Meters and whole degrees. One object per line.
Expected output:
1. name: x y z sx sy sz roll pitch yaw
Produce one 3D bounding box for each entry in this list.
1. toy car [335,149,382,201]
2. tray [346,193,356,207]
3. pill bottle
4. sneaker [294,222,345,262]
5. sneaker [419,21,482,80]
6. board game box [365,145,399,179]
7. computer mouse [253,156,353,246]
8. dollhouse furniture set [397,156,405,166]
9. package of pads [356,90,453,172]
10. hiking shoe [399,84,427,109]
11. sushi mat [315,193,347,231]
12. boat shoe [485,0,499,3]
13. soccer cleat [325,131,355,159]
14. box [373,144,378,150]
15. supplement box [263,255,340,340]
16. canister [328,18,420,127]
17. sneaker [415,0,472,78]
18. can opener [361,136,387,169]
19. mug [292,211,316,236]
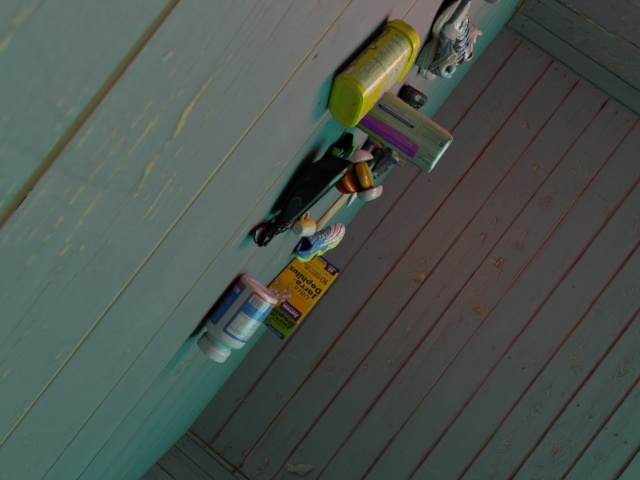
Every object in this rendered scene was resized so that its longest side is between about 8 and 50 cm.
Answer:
1. toy car: 0.113 -0.198 1.373 0.136 0.159 0.182 -18 -174 17
2. tray: 0.210 -0.285 2.081 0.270 0.030 0.145 -50 173 -21
3. pill bottle: -0.228 0.211 1.157 0.221 0.124 0.124 -51 175 -2
4. sneaker: 0.000 0.000 1.716 0.240 0.091 0.126 -38 166 -9
5. sneaker: 0.397 -0.567 1.322 0.099 0.121 0.262 -50 174 -15
6. board game box: 0.208 -0.285 1.528 0.201 0.035 0.136 -33 -147 51
7. computer mouse: -0.045 -0.104 0.979 0.272 0.072 0.188 -41 -179 20
8. dollhouse furniture set: 0.366 -0.438 1.889 0.151 0.123 0.144 -51 175 -13
9. package of pads: 0.189 -0.262 1.007 0.101 0.229 0.296 -57 172 18
10. hiking shoe: 0.288 -0.438 1.435 0.114 0.086 0.227 -56 175 8
11. sushi mat: 0.046 -0.118 1.858 0.316 0.019 0.151 -49 175 -28
12. boat shoe: 0.460 -0.711 1.103 0.088 0.096 0.267 -49 167 11
13. soccer cleat: 0.029 -0.193 1.066 0.178 0.060 0.072 -57 167 -17
14. box: 0.232 -0.372 1.716 0.081 0.028 0.136 -56 171 36
15. supplement box: -0.105 0.224 1.878 0.356 0.194 0.195 -48 173 -41
16. canister: 0.095 -0.301 0.786 0.170 0.073 0.126 -49 174 -18
17. sneaker: 0.364 -0.549 1.156 0.110 0.122 0.283 -51 175 -13
18. can opener: 0.175 -0.298 1.452 0.280 0.074 0.093 -52 -168 22
19. mug: -0.058 -0.046 1.331 0.062 0.078 0.064 -19 -179 27
